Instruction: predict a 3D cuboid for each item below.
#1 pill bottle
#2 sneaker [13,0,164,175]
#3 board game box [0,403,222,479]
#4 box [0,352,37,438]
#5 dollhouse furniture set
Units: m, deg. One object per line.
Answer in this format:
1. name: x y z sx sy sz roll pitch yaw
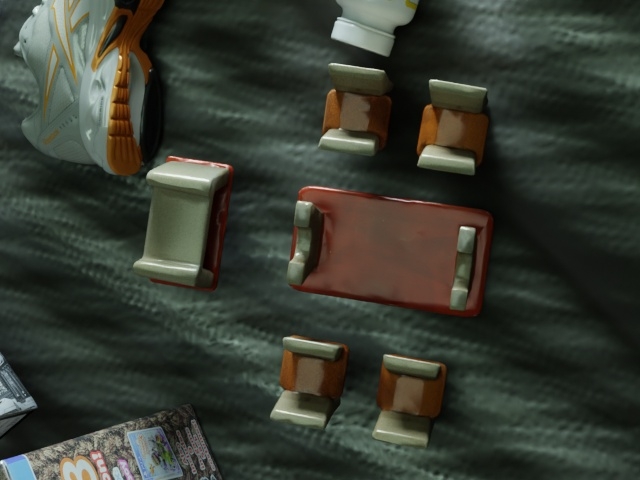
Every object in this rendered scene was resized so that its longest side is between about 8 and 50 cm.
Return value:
1. pill bottle: 0.048 -0.202 1.038 0.065 0.065 0.116 20 96 18
2. sneaker: -0.195 -0.188 1.109 0.121 0.099 0.262 6 92 23
3. board game box: -0.223 0.246 1.019 0.232 0.291 0.141 -26 83 17
4. box: -0.428 0.140 1.167 0.307 0.076 0.242 -39 80 13
5. dollhouse furniture set: 0.000 0.000 1.046 0.259 0.135 0.262 9 94 7
